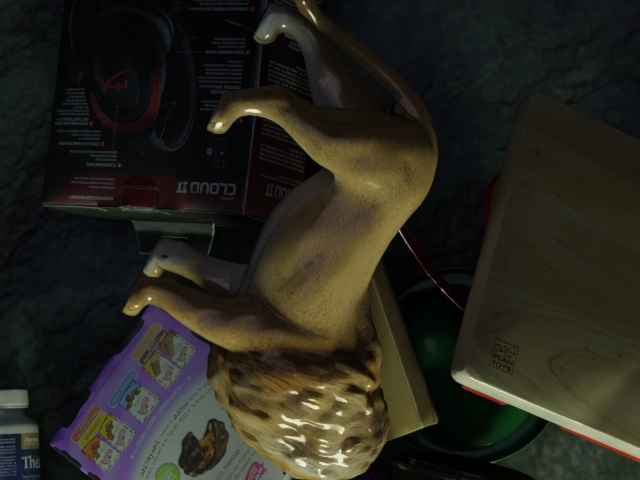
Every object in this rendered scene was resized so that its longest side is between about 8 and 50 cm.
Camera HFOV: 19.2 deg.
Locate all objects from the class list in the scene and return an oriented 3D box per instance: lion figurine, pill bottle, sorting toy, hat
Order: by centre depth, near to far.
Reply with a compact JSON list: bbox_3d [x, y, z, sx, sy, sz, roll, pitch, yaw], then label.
[{"bbox_3d":[0.000,0.000,1.507,0.240,0.142,0.392,25,111,-2],"label":"lion figurine"},{"bbox_3d":[0.236,0.047,1.605,0.257,0.089,0.255,23,69,-19],"label":"sorting toy"},{"bbox_3d":[0.107,0.094,1.615,0.208,0.183,0.173,35,88,10],"label":"hat"},{"bbox_3d":[-0.288,0.196,1.720,0.067,0.067,0.120,-4,84,8],"label":"pill bottle"}]

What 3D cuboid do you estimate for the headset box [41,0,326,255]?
[{"bbox_3d":[-0.120,-0.132,1.677,0.218,0.110,0.293,2,84,29],"label":"headset box"}]

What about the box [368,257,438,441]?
[{"bbox_3d":[0.028,0.080,1.648,0.021,0.164,0.201,-15,81,-27],"label":"box"}]

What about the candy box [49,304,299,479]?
[{"bbox_3d":[-0.112,0.175,1.687,0.196,0.070,0.165,37,90,16],"label":"candy box"}]

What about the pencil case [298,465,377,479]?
[{"bbox_3d":[-0.003,0.257,1.657,0.070,0.064,0.152,19,108,-22],"label":"pencil case"}]

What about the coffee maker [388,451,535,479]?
[{"bbox_3d":[0.091,0.274,1.625,0.171,0.120,0.178,8,91,7],"label":"coffee maker"}]
